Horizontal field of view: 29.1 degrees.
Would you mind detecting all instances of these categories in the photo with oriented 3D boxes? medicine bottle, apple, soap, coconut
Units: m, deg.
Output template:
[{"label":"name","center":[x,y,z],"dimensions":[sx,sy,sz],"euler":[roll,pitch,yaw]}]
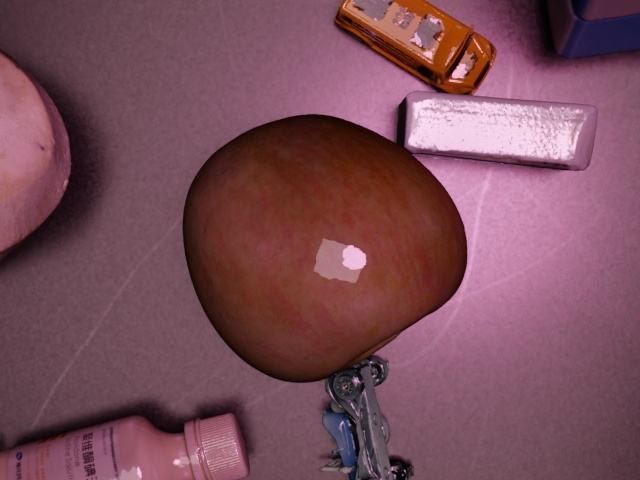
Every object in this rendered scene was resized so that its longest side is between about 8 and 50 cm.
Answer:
[{"label":"medicine bottle","center":[-0.197,0.234,1.219],"dimensions":[0.252,0.114,0.114],"euler":[-14,91,0]},{"label":"apple","center":[0.000,0.000,1.147],"dimensions":[0.256,0.257,0.234],"euler":[-29,79,0]},{"label":"soap","center":[0.168,-0.105,1.210],"dimensions":[0.183,0.121,0.064],"euler":[5,92,-1]},{"label":"coconut","center":[-0.374,-0.068,1.152],"dimensions":[0.245,0.247,0.245],"euler":[14,64,-31]}]

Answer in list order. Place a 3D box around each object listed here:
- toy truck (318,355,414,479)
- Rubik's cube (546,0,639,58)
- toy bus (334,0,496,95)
[{"label":"toy truck","center":[0.034,0.192,1.246],"dimensions":[0.078,0.080,0.154],"euler":[-12,92,27]},{"label":"Rubik's cube","center":[0.365,-0.387,1.065],"dimensions":[0.344,0.347,0.347],"euler":[-9,78,1]},{"label":"toy bus","center":[0.097,-0.206,1.230],"dimensions":[0.162,0.074,0.070],"euler":[32,90,0]}]
